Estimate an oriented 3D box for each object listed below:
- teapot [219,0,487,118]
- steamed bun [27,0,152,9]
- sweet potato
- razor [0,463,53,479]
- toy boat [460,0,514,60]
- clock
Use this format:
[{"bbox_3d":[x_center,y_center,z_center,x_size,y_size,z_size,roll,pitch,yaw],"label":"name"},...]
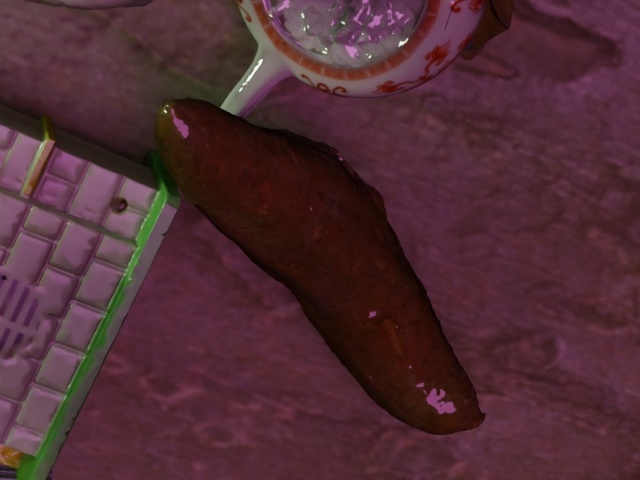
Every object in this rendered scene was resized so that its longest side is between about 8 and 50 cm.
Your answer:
[{"bbox_3d":[0.017,-0.157,0.977,0.159,0.116,0.245,31,119,-8],"label":"teapot"},{"bbox_3d":[-0.110,-0.327,0.803,0.236,0.247,0.384,23,110,-12],"label":"steamed bun"},{"bbox_3d":[0.001,-0.001,1.042,0.092,0.114,0.341,-29,128,17],"label":"sweet potato"},{"bbox_3d":[-0.272,0.142,1.064,0.191,0.037,0.068,12,66,-25],"label":"razor"},{"bbox_3d":[0.092,-0.186,1.030,0.047,0.049,0.149,-47,132,-43],"label":"toy boat"},{"bbox_3d":[-0.248,0.007,0.983,0.255,0.106,0.220,24,102,-19],"label":"clock"}]
